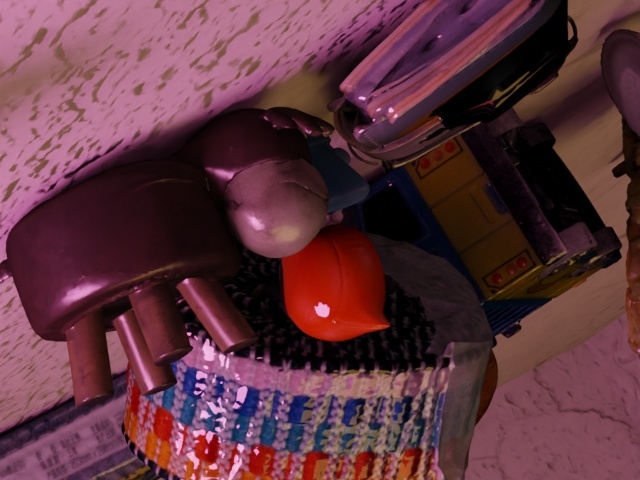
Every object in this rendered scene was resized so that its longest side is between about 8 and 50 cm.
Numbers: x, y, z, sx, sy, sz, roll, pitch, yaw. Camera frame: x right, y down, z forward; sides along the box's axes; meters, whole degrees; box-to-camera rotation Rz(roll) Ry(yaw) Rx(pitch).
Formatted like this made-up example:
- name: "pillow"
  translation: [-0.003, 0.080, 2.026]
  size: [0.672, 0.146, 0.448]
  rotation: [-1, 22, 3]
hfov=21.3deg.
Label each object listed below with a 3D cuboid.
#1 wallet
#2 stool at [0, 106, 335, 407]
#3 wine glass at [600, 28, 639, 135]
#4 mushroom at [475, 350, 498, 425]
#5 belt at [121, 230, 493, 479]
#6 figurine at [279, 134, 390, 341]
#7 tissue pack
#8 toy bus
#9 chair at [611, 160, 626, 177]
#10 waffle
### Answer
- name: "wallet"
  translation: [0.088, -0.101, 1.030]
  size: [0.170, 0.069, 0.231]
  rotation: [-36, 170, 3]
- name: "stool"
  translation: [-0.079, 0.008, 0.950]
  size: [0.217, 0.121, 0.125]
  rotation: [-25, 167, 0]
- name: "wine glass"
  translation: [0.333, -0.164, 1.292]
  size: [0.231, 0.103, 0.103]
  rotation: [-29, 169, -19]
- name: "mushroom"
  translation: [0.076, 0.160, 1.811]
  size: [0.194, 0.138, 0.231]
  rotation: [4, 156, -29]
- name: "belt"
  translation: [-0.006, 0.085, 1.160]
  size: [0.258, 0.207, 0.150]
  rotation: [-2, 118, -29]
- name: "figurine"
  translation: [0.000, 0.000, 1.052]
  size: [0.068, 0.140, 0.075]
  rotation: [-14, 161, -43]
- name: "tissue pack"
  translation: [-0.225, 0.203, 1.496]
  size: [0.257, 0.081, 0.185]
  rotation: [-26, 169, -23]
- name: "toy bus"
  translation: [0.134, -0.002, 1.390]
  size: [0.175, 0.138, 0.288]
  rotation: [-35, 168, 15]
- name: "chair"
  translation: [0.445, -0.088, 1.715]
  size: [0.160, 0.186, 0.319]
  rotation: [-20, 168, -23]
- name: "waffle"
  translation: [0.286, -0.036, 1.452]
  size: [0.054, 0.204, 0.223]
  rotation: [-1, -144, 12]
